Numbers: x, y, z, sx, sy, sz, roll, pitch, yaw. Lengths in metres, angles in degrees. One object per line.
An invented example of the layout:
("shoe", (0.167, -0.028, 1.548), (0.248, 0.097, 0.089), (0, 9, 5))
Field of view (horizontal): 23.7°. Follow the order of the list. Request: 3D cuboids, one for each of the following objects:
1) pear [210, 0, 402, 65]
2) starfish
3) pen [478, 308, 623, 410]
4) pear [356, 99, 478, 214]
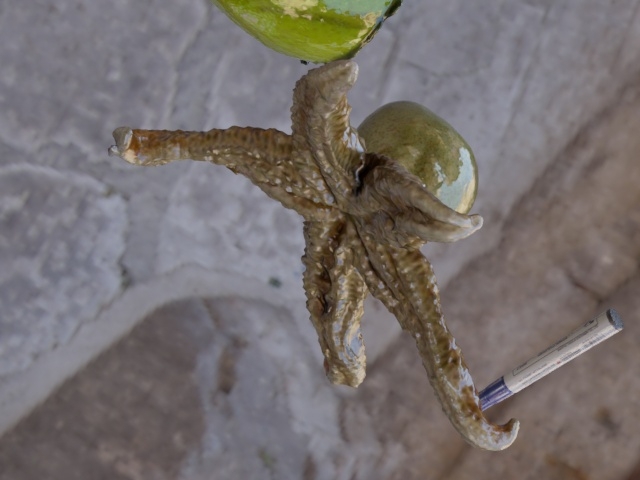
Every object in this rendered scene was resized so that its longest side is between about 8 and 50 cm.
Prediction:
("pear", (-0.072, -0.276, 1.294), (0.255, 0.238, 0.164), (23, 126, -32))
("starfish", (0.005, -0.008, 1.006), (0.094, 0.327, 0.375), (-45, 147, -25))
("pen", (0.225, 0.128, 1.557), (0.204, 0.025, 0.025), (-37, 164, 33))
("pear", (0.104, -0.078, 1.795), (0.136, 0.167, 0.167), (-46, 146, -19))
